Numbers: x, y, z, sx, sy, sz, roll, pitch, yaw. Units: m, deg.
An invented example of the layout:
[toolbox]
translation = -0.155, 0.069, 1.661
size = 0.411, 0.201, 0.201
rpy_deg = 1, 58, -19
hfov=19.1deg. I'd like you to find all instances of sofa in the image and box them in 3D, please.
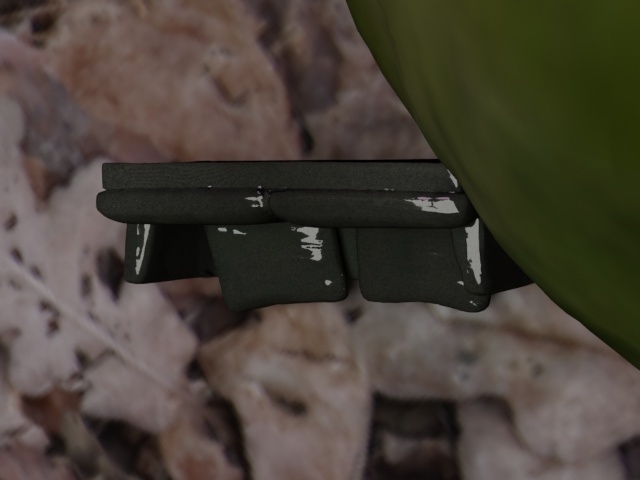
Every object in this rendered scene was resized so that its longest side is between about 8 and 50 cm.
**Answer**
[sofa]
translation = 0.000, 0.000, 0.691
size = 0.147, 0.085, 0.060
rpy_deg = 1, 93, 26

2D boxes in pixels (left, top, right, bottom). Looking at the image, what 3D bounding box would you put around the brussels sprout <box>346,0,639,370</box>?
[brussels sprout]
translation = 0.211, -0.091, 0.449
size = 0.425, 0.342, 0.361
rpy_deg = 20, 131, 27
